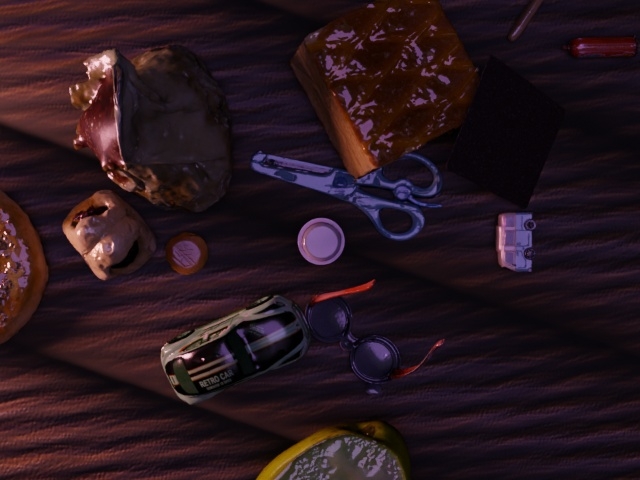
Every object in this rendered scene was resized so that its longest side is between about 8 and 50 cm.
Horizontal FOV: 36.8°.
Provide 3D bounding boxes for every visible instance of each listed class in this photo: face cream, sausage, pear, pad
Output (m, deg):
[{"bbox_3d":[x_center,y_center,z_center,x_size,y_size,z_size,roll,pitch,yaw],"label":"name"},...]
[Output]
[{"bbox_3d":[0.000,0.000,1.879,0.091,0.095,0.091,0,94,-4],"label":"face cream"},{"bbox_3d":[0.413,-0.451,1.907,0.024,0.024,0.132,33,91,-5],"label":"sausage"},{"bbox_3d":[0.041,0.463,1.880,0.286,0.176,0.282,36,89,-10],"label":"pear"},{"bbox_3d":[0.552,-0.383,1.909,0.145,0.050,0.048,-1,135,-4],"label":"sausage"},{"bbox_3d":[0.355,-0.194,1.815,0.004,0.330,0.220,24,93,39],"label":"pad"}]

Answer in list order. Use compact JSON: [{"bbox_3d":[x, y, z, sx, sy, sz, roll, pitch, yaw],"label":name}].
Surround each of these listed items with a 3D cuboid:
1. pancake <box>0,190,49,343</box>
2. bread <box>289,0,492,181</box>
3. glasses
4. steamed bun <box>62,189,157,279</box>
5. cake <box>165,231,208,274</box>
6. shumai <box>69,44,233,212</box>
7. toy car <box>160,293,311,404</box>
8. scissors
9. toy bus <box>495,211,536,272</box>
[{"bbox_3d":[-0.722,0.054,1.847,0.387,0.082,0.387,0,98,-3],"label":"pancake"},{"bbox_3d":[0.127,-0.295,1.794,0.279,0.207,0.279,-26,92,-9],"label":"bread"},{"bbox_3d":[0.088,0.180,1.819,0.234,0.268,0.118,43,72,-4],"label":"glasses"},{"bbox_3d":[-0.407,-0.006,1.825,0.141,0.155,0.172,-41,96,-1],"label":"steamed bun"},{"bbox_3d":[-0.262,0.023,1.892,0.084,0.044,0.084,0,96,-3],"label":"cake"},{"bbox_3d":[-0.301,-0.196,1.750,0.292,0.288,0.330,-28,94,-2],"label":"shumai"},{"bbox_3d":[-0.171,0.217,1.854,0.306,0.125,0.136,-23,96,13],"label":"toy car"},{"bbox_3d":[0.053,-0.116,1.906,0.393,0.032,0.180,14,93,-4],"label":"scissors"},{"bbox_3d":[0.388,0.003,1.921,0.075,0.060,0.123,0,92,1],"label":"toy bus"}]
